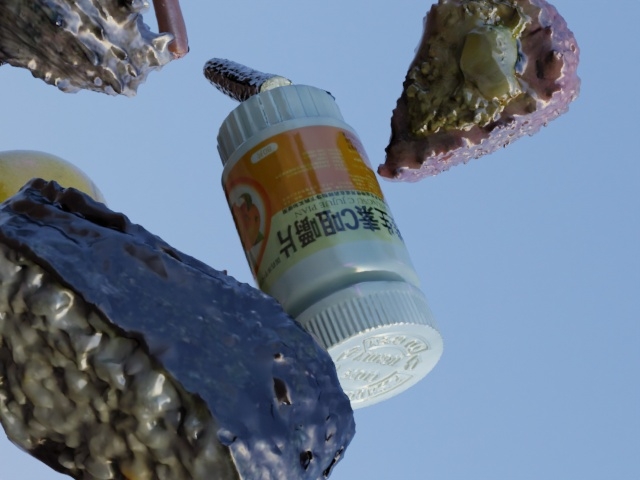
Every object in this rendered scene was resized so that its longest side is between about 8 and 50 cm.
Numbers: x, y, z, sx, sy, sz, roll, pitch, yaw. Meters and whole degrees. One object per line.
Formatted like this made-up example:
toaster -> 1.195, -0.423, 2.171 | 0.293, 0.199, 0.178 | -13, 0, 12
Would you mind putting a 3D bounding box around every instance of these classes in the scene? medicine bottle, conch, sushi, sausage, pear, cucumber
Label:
medicine bottle -> 0.000, 0.000, 1.464 | 0.158, 0.158, 0.318 | 109, -33, -49
conch -> -0.271, -0.245, 1.476 | 0.313, 0.240, 0.186 | 12, -92, 34
sushi -> -0.140, 0.099, 1.140 | 0.350, 0.171, 0.211 | 33, -51, 19
sausage -> -0.214, -0.321, 1.937 | 0.047, 0.040, 0.177 | -27, -111, 21
pear -> -0.444, 0.011, 2.205 | 0.336, 0.284, 0.285 | -120, -153, -50
sushi -> 0.148, -0.173, 1.509 | 0.161, 0.241, 0.107 | 67, 15, 14
cucumber -> -0.100, -0.203, 1.872 | 0.058, 0.052, 0.214 | 38, -6, -32
